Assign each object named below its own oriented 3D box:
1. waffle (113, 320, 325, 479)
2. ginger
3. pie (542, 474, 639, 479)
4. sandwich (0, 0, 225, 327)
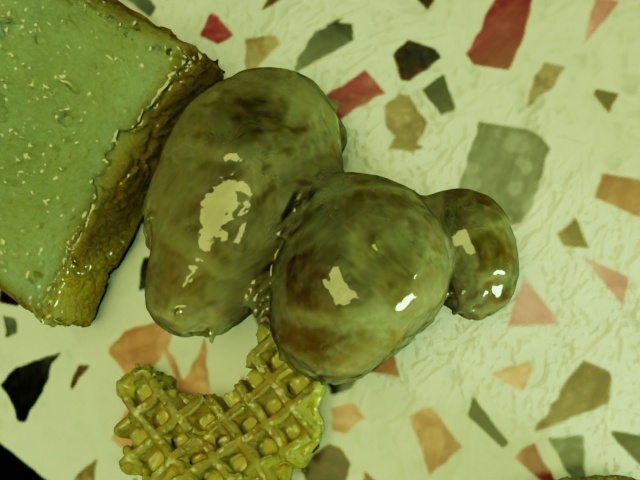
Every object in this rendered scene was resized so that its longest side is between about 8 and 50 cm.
[{"bbox_3d":[-0.086,0.147,0.820,0.194,0.051,0.149,-8,74,17],"label":"waffle"},{"bbox_3d":[0.000,0.000,0.759,0.304,0.155,0.244,30,61,10],"label":"ginger"},{"bbox_3d":[0.213,0.261,0.707,0.195,0.046,0.195,2,58,-3],"label":"pie"},{"bbox_3d":[-0.249,-0.099,0.862,0.249,0.095,0.273,31,92,18],"label":"sandwich"}]
